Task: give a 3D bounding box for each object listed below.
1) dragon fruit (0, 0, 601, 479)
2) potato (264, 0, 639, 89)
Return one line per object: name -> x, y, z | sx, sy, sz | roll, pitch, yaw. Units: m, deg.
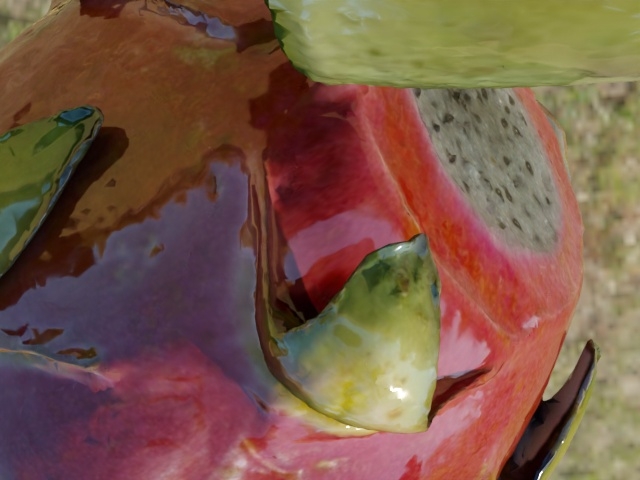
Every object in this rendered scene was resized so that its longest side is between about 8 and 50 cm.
dragon fruit -> 0.000, 0.000, 0.754 | 0.189, 0.291, 0.290 | -21, 137, 32
potato -> 0.103, -0.186, 0.432 | 0.280, 0.213, 0.330 | -7, 106, 2
